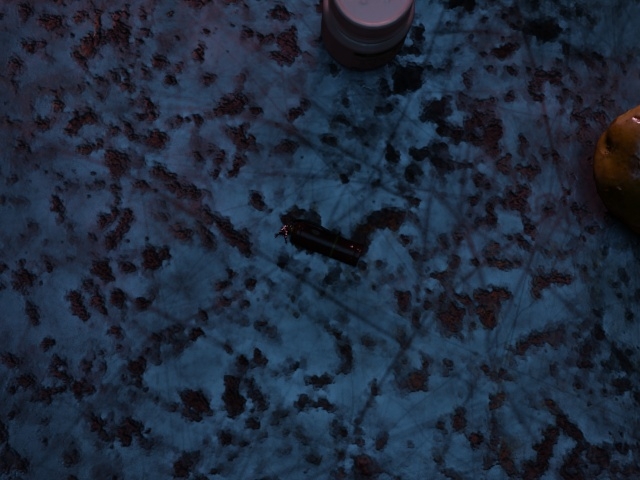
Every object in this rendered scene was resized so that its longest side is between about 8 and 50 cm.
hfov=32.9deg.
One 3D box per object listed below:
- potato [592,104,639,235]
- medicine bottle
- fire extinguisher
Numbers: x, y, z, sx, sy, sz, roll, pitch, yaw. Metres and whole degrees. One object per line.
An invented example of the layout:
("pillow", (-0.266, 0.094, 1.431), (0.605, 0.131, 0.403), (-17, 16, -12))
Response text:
("potato", (0.572, -0.066, 1.627), (0.369, 0.176, 0.195), (32, 48, -7))
("medicine bottle", (0.070, -0.337, 1.582), (0.139, 0.237, 0.139), (0, 86, -1))
("fire extinguisher", (0.000, 0.000, 1.664), (0.132, 0.039, 0.056), (21, 55, 1))
